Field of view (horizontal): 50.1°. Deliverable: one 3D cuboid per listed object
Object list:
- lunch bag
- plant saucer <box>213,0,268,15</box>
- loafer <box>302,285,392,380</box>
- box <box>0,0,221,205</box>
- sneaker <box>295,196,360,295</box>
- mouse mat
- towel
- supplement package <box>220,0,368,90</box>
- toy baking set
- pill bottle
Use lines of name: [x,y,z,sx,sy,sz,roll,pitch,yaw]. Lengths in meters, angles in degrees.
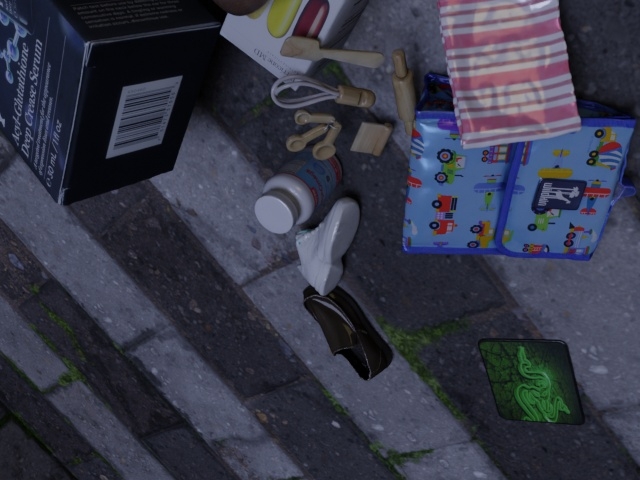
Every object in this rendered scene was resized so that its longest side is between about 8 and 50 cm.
lunch bag: [0.271,-0.088,0.934,0.293,0.138,0.220,8,125,11]
plant saucer: [-0.102,-0.431,0.812,0.311,0.050,0.310,8,100,55]
loafer: [0.045,0.171,1.265,0.220,0.078,0.080,46,133,-7]
box: [-0.375,-0.307,1.002,0.395,0.212,0.293,48,136,18]
sneaker: [0.000,0.000,1.177,0.094,0.080,0.212,37,135,21]
mouse mat: [0.364,0.246,1.183,0.153,0.007,0.189,-5,120,33]
towel: [0.225,-0.214,0.820,0.144,0.029,0.196,-9,88,6]
supplement package: [-0.006,-0.343,0.883,0.139,0.134,0.244,37,133,2]
toy baking set: [0.038,-0.186,0.936,0.197,0.030,0.256,-16,147,0]
pill bottle: [-0.035,-0.080,1.074,0.087,0.160,0.087,16,129,20]
